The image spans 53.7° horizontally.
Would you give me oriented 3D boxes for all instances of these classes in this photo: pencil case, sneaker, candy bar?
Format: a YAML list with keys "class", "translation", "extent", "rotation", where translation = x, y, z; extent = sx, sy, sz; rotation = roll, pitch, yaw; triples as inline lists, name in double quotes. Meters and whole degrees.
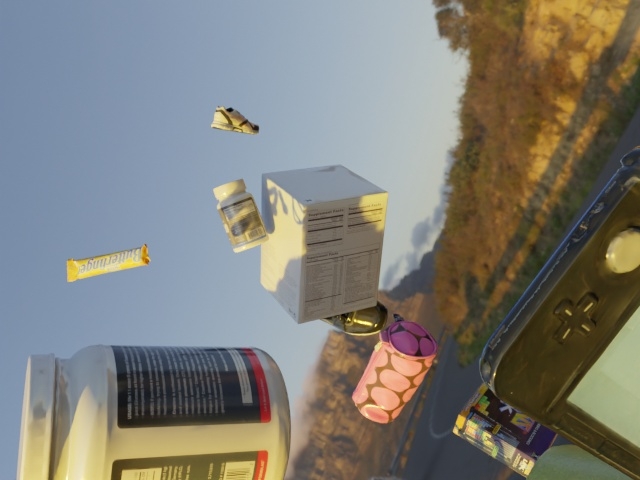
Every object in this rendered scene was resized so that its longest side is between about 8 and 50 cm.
- class: "pencil case"
  translation: [0.118, 0.226, 1.077]
  extent: [0.095, 0.098, 0.209]
  rotation: [-110, 28, -44]
- class: "sneaker"
  translation: [-0.150, -0.218, 1.149]
  extent: [0.109, 0.040, 0.043]
  rotation: [0, -80, -54]
- class: "candy bar"
  translation: [-0.365, 0.038, 1.089]
  extent: [0.018, 0.161, 0.040]
  rotation: [36, -135, -71]
- class: "sneaker"
  translation: [0.013, 0.157, 1.476]
  extent: [0.124, 0.283, 0.107]
  rotation: [7, -84, -63]

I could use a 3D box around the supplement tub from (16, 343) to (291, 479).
- class: "supplement tub"
  translation: [-0.187, 0.214, 0.712]
  extent: [0.191, 0.272, 0.191]
  rotation: [-23, 64, 62]

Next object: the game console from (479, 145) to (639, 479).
- class: "game console"
  translation: [0.292, 0.075, 0.371]
  extent: [0.250, 0.293, 0.173]
  rotation: [-55, 26, 5]

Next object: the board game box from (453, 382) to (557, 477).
- class: "board game box"
  translation: [0.324, 0.293, 1.052]
  extent: [0.170, 0.141, 0.048]
  rotation: [-34, -40, -45]

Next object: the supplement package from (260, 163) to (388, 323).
- class: "supplement package"
  translation: [0.000, 0.000, 1.339]
  extent: [0.198, 0.199, 0.262]
  rotation: [-10, -62, -27]

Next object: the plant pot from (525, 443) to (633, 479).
- class: "plant pot"
  translation: [0.371, 0.347, 0.698]
  extent: [0.276, 0.254, 0.276]
  rotation: [0, -90, -40]

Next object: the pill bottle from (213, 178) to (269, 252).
- class: "pill bottle"
  translation: [-0.163, -0.052, 1.282]
  extent: [0.137, 0.078, 0.078]
  rotation: [69, -159, -4]
